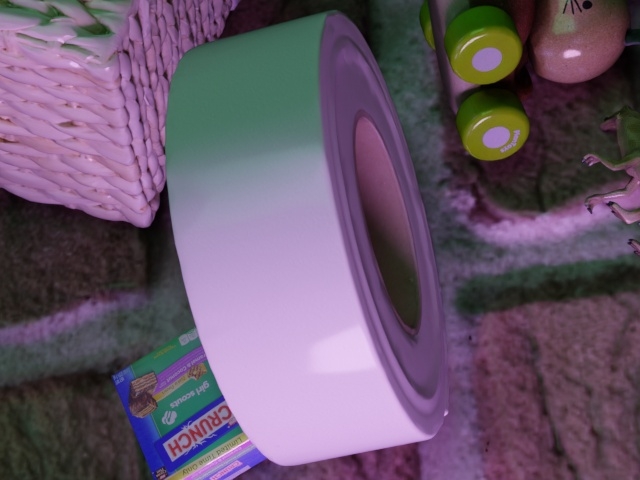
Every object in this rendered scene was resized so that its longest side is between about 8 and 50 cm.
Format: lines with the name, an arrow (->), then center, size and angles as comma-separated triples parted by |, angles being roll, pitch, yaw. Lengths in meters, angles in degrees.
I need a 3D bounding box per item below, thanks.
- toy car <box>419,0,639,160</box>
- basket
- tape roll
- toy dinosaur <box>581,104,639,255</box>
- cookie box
toy car -> 0.174, -0.169, 1.057 | 0.188, 0.149, 0.155 | -14, 47, 1
basket -> -0.245, -0.213, 1.077 | 0.331, 0.328, 0.266 | 16, 70, 4
tape roll -> 0.000, 0.000, 0.935 | 0.100, 0.286, 0.286 | -13, 58, 13
toy dinosaur -> 0.244, -0.036, 0.996 | 0.092, 0.053, 0.183 | -42, 56, -7
cookie box -> -0.090, 0.124, 1.044 | 0.092, 0.040, 0.107 | -31, 56, 2
